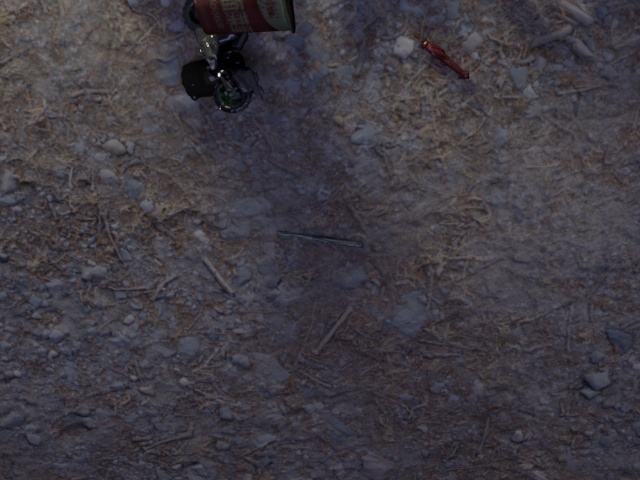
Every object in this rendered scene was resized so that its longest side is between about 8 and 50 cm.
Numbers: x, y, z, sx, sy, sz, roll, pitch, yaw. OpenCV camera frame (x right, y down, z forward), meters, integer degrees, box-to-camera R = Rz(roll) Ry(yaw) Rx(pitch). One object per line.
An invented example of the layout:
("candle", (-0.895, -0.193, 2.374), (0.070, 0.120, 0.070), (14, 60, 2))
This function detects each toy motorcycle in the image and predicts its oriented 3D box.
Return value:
("toy motorcycle", (-0.189, -0.414, 1.786), (0.159, 0.106, 0.270), (-23, 88, 6))

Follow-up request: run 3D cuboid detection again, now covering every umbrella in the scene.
("umbrella", (0.271, -0.408, 1.859), (0.165, 0.025, 0.027), (32, 97, -21))

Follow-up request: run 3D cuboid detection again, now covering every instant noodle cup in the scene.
("instant noodle cup", (-0.154, -0.505, 1.631), (0.179, 0.234, 0.234), (-10, 123, 5))

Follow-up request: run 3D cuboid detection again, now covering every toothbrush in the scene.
("toothbrush", (0.000, 0.000, 2.140), (0.220, 0.016, 0.019), (7, 125, -4))

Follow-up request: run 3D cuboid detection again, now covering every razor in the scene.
("razor", (-0.237, -0.369, 1.877), (0.148, 0.054, 0.090), (-11, 119, 7))

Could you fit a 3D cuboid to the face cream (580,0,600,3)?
("face cream", (0.594, -0.605, 1.706), (0.092, 0.058, 0.243), (-5, 130, -1))
